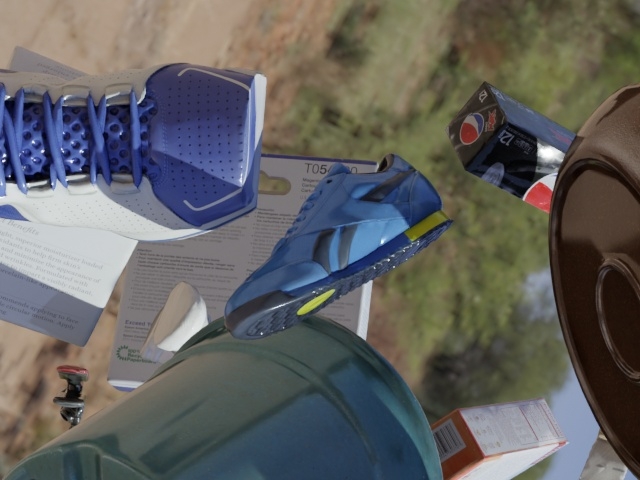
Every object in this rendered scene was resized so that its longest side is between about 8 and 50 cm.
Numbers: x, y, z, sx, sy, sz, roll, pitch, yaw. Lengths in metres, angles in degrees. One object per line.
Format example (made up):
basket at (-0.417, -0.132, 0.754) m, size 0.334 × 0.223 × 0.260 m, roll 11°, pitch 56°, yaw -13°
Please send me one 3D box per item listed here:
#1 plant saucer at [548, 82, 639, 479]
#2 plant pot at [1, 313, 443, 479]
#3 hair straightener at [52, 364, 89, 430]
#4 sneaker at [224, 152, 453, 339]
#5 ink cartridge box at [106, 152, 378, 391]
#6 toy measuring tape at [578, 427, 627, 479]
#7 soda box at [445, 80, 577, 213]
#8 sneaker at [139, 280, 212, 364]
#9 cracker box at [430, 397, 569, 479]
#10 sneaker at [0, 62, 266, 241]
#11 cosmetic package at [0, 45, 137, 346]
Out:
plant saucer at (0.224, 0.050, 1.033) m, size 0.310 × 0.050 × 0.310 m, roll 167°, pitch -90°, yaw -77°
plant pot at (-0.111, 0.261, 1.404) m, size 0.334 × 0.341 × 0.341 m, roll -20°, pitch 140°, yaw -58°
hair straightener at (-0.329, 0.212, 1.978) m, size 0.230 × 0.047 × 0.089 m, roll 147°, pitch -50°, yaw -74°
sneaker at (0.000, 0.000, 1.070) m, size 0.209 × 0.082 × 0.069 m, roll -29°, pitch 171°, yaw -37°
ink cartridge box at (-0.094, 0.049, 2.008) m, size 0.071 × 0.324 × 0.330 m, roll 61°, pitch 36°, yaw -70°
toy measuring tape at (0.216, 0.326, 1.384) m, size 0.121 × 0.121 × 0.330 m, roll 84°, pitch 26°, yaw -83°
soda box at (0.183, -0.060, 1.222) m, size 0.053 × 0.169 × 0.060 m, roll -50°, pitch -145°, yaw 24°
sneaker at (-0.140, 0.106, 1.734) m, size 0.212 × 0.094 × 0.080 m, roll 139°, pitch -26°, yaw -72°
cracker box at (0.160, 0.245, 1.710) m, size 0.156 × 0.067 × 0.232 m, roll -37°, pitch 159°, yaw 24°
sneaker at (-0.206, -0.060, 1.045) m, size 0.182 × 0.316 × 0.127 m, roll -8°, pitch 99°, yaw -72°
cosmetic package at (-0.237, -0.038, 1.336) m, size 0.183 × 0.151 × 0.151 m, roll -59°, pitch -161°, yaw 33°
